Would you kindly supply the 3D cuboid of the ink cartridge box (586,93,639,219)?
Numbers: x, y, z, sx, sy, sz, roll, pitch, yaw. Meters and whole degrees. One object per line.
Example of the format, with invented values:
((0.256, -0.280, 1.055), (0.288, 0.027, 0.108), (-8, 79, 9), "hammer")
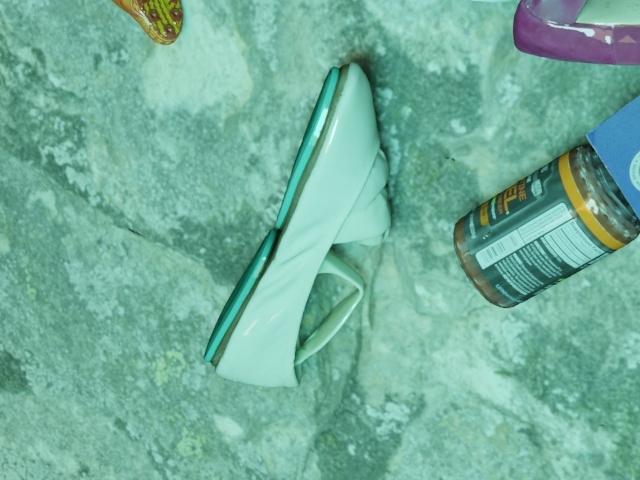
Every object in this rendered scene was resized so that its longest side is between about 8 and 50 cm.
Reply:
((0.397, -0.069, 0.916), (0.330, 0.071, 0.324), (-38, 58, 20), "ink cartridge box")

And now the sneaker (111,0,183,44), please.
((-0.208, -0.280, 1.301), (0.175, 0.064, 0.067), (56, 139, 5), "sneaker")

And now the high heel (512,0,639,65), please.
((0.297, -0.175, 1.104), (0.244, 0.082, 0.117), (18, 150, 2), "high heel")

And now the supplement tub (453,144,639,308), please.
((0.231, -0.022, 1.151), (0.198, 0.106, 0.106), (-33, 91, 29), "supplement tub")

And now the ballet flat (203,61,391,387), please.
((0.000, 0.000, 1.266), (0.139, 0.139, 0.400), (33, 121, 12), "ballet flat")
